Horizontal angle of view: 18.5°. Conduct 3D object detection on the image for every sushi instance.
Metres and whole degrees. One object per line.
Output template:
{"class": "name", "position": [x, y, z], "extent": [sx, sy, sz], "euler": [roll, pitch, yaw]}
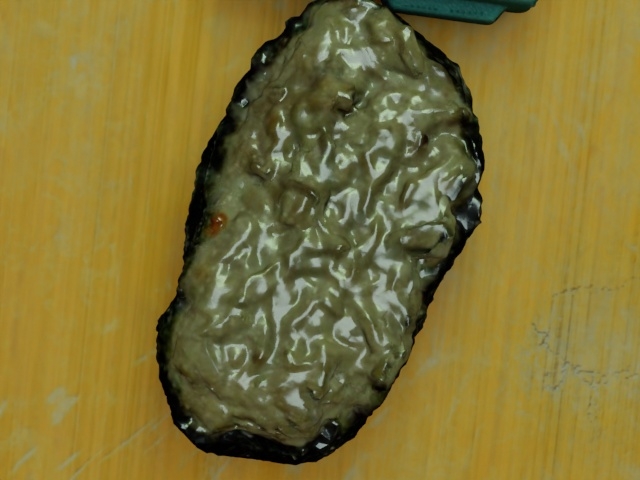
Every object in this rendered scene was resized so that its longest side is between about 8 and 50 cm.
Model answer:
{"class": "sushi", "position": [0.000, 0.000, 1.452], "extent": [0.211, 0.171, 0.350], "euler": [23, 90, -3]}

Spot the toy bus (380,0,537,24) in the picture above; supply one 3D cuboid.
{"class": "toy bus", "position": [0.054, -0.245, 1.467], "extent": [0.256, 0.128, 0.147], "euler": [8, 94, -3]}
